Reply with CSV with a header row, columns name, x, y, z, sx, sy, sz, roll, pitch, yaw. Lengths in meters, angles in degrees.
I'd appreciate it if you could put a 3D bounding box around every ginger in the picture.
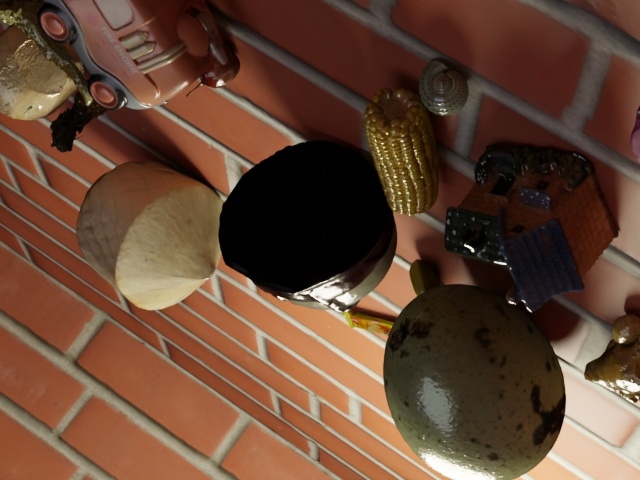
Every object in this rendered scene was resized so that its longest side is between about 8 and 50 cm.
name,x,y,z,sx,sy,sz,roll,pitch,yaw
ginger,0.461,0.190,1.837,0.115,0.081,0.205,44,162,18

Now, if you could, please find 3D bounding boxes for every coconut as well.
name,x,y,z,sx,sy,sz,roll,pitch,yaw
coconut,-0.324,-0.003,2.470,0.328,0.329,0.329,33,159,15
coconut,-0.555,-0.315,2.316,0.194,0.194,0.194,33,159,15

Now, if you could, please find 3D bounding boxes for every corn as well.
name,x,y,z,sx,sy,sz,roll,pitch,yaw
corn,0.119,-0.123,1.739,0.093,0.093,0.244,29,162,24

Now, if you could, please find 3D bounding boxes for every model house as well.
name,x,y,z,sx,sy,sz,roll,pitch,yaw
model house,0.261,-0.013,1.624,0.183,0.172,0.166,19,153,43

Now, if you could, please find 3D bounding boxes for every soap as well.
name,x,y,z,sx,sy,sz,roll,pitch,yaw
soap,0.186,0.092,2.105,0.045,0.089,0.140,-15,140,8

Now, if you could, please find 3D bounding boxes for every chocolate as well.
name,x,y,z,sx,sy,sz,roll,pitch,yaw
chocolate,0.000,0.000,1.954,0.283,0.284,0.186,25,158,31

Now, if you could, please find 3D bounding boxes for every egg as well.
name,x,y,z,sx,sy,sz,roll,pitch,yaw
egg,0.245,0.232,1.998,0.287,0.287,0.379,11,141,51

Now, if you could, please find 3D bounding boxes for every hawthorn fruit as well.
name,x,y,z,sx,sy,sz,roll,pitch,yaw
hawthorn fruit,-0.173,-0.261,1.921,0.067,0.103,0.067,43,177,3

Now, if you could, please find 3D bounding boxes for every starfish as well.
name,x,y,z,sx,sy,sz,roll,pitch,yaw
starfish,-0.460,-0.391,1.865,0.078,0.347,0.358,-23,131,21

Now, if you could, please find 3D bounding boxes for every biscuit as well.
name,x,y,z,sx,sy,sz,roll,pitch,yaw
biscuit,0.143,0.173,2.411,0.292,0.026,0.048,10,126,51

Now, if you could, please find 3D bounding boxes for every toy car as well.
name,x,y,z,sx,sy,sz,roll,pitch,yaw
toy car,-0.263,-0.333,1.814,0.212,0.180,0.270,-12,123,39

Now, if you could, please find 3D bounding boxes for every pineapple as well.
name,x,y,z,sx,sy,sz,roll,pitch,yaw
pineapple,-0.463,-0.239,2.363,0.074,0.159,0.074,29,158,13

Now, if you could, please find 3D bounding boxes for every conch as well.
name,x,y,z,sx,sy,sz,roll,pitch,yaw
conch,0.155,-0.193,1.594,0.076,0.056,0.085,45,162,19

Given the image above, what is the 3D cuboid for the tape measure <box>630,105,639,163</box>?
name,x,y,z,sx,sy,sz,roll,pitch,yaw
tape measure,0.396,-0.110,1.333,0.118,0.074,0.125,23,152,37
